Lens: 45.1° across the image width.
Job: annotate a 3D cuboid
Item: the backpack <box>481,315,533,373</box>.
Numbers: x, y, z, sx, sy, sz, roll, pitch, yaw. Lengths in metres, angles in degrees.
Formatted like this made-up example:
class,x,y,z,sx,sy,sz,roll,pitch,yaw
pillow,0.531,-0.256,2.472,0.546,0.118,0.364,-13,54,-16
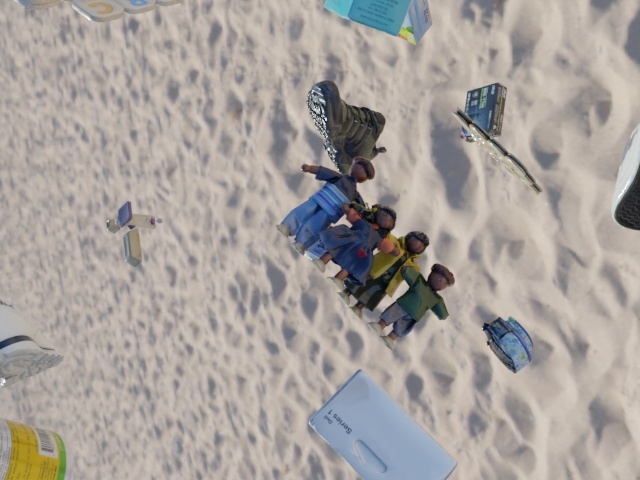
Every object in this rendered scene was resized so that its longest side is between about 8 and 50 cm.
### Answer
class,x,y,z,sx,sy,sz,roll,pitch,yaw
backpack,0.440,0.238,1.774,0.114,0.084,0.105,57,177,42

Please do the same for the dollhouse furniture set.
class,x,y,z,sx,sy,sz,roll,pitch,yaw
dollhouse furniture set,-0.328,0.002,1.400,0.091,0.081,0.114,-33,60,40

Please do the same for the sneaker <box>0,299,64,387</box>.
class,x,y,z,sx,sy,sz,roll,pitch,yaw
sneaker,-0.403,0.131,1.013,0.095,0.090,0.235,57,159,9

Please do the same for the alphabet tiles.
class,x,y,z,sx,sy,sz,roll,pitch,yaw
alphabet tiles,-0.356,-0.416,1.178,0.278,0.284,0.021,38,135,24

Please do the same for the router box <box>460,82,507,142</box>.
class,x,y,z,sx,sy,sz,roll,pitch,yaw
router box,0.374,-0.291,1.766,0.092,0.038,0.123,-7,69,51

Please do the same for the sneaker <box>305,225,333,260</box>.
class,x,y,z,sx,sy,sz,roll,pitch,yaw
sneaker,-0.001,0.000,1.879,0.085,0.058,0.152,-57,16,11

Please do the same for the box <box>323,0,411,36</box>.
class,x,y,z,sx,sy,sz,roll,pitch,yaw
box,0.081,-0.337,0.770,0.100,0.060,0.244,-122,49,-63

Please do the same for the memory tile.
class,x,y,z,sx,sy,sz,roll,pitch,yaw
memory tile,0.249,-0.125,1.086,0.012,0.113,0.148,-45,57,9

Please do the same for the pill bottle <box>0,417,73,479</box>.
class,x,y,z,sx,sy,sz,roll,pitch,yaw
pill bottle,-0.463,0.294,1.007,0.136,0.245,0.136,-21,54,33

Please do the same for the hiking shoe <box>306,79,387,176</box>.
class,x,y,z,sx,sy,sz,roll,pitch,yaw
hiking shoe,0.051,-0.209,1.340,0.086,0.114,0.227,57,175,32

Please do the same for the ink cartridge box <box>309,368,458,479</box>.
class,x,y,z,sx,sy,sz,roll,pitch,yaw
ink cartridge box,0.095,0.319,1.231,0.201,0.117,0.278,43,172,10

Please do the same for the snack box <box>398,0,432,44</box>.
class,x,y,z,sx,sy,sz,roll,pitch,yaw
snack box,0.119,-0.514,1.583,0.207,0.070,0.174,31,166,26

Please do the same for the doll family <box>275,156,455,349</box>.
class,x,y,z,sx,sy,sz,roll,pitch,yaw
doll family,0.048,0.004,0.730,0.193,0.111,0.076,49,172,-19

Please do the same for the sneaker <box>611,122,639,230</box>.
class,x,y,z,sx,sy,sz,roll,pitch,yaw
sneaker,0.431,-0.143,0.938,0.290,0.105,0.123,103,-174,-55
